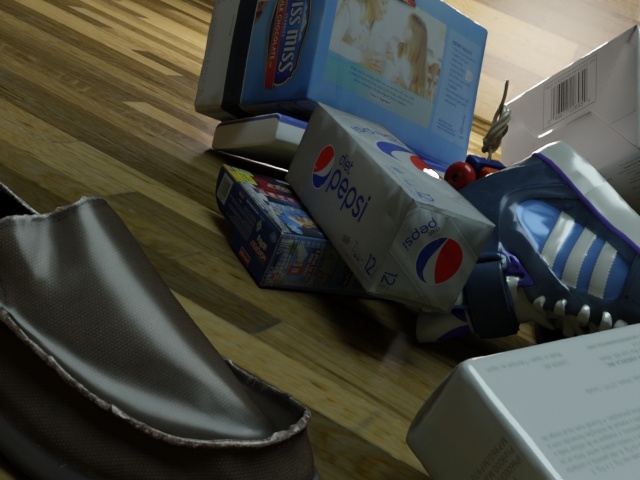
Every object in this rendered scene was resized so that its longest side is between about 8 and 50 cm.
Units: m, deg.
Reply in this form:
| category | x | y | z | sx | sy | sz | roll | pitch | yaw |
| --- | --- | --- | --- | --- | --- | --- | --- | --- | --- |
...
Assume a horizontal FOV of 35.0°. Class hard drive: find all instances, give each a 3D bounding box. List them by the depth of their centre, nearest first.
| category | x | y | z | sx | sy | sz | roll | pitch | yaw |
| --- | --- | --- | --- | --- | --- | --- | --- | --- | --- |
| hard drive | 0.037 | -0.105 | 1.387 | 0.319 | 0.040 | 0.210 | 14 | -4 | -27 |

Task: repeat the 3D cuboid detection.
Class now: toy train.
| category | x | y | z | sx | sy | sz | roll | pitch | yaw |
| --- | --- | --- | --- | --- | --- | --- | --- | --- | --- |
| toy train | 0.229 | -0.056 | 1.201 | 0.105 | 0.248 | 0.143 | 6 | 16 | -45 |

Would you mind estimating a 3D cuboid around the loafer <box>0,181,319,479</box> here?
| category | x | y | z | sx | sy | sz | roll | pitch | yaw |
| --- | --- | --- | --- | --- | --- | --- | --- | --- | --- |
| loafer | -0.156 | 0.039 | 0.595 | 0.366 | 0.130 | 0.134 | 27 | 16 | 16 |

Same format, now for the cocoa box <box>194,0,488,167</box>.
| category | x | y | z | sx | sy | sz | roll | pitch | yaw |
| --- | --- | --- | --- | --- | --- | --- | --- | --- | --- |
| cocoa box | 0.039 | -0.245 | 1.436 | 0.228 | 0.231 | 0.347 | 4 | -10 | 44 |

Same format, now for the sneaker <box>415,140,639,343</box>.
| category | x | y | z | sx | sy | sz | roll | pitch | yaw |
| --- | --- | --- | --- | --- | --- | --- | --- | --- | --- |
| sneaker | 0.216 | 0.069 | 0.969 | 0.323 | 0.236 | 0.130 | 58 | 1 | 36 |

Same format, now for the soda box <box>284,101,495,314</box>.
| category | x | y | z | sx | sy | sz | roll | pitch | yaw |
| --- | --- | --- | --- | --- | --- | --- | --- | --- | --- |
| soda box | 0.057 | -0.041 | 0.999 | 0.091 | 0.098 | 0.286 | 17 | 17 | -24 |

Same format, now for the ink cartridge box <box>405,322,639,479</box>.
| category | x | y | z | sx | sy | sz | roll | pitch | yaw |
| --- | --- | --- | --- | --- | --- | --- | --- | --- | --- |
| ink cartridge box | 0.281 | 0.221 | 0.658 | 0.308 | 0.091 | 0.385 | -5 | 47 | -39 |

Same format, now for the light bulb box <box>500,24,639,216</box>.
| category | x | y | z | sx | sy | sz | roll | pitch | yaw |
| --- | --- | --- | --- | --- | --- | --- | --- | --- | --- |
| light bulb box | 0.552 | -0.144 | 1.722 | 0.361 | 0.225 | 0.358 | 16 | -21 | -24 |

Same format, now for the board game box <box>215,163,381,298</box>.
| category | x | y | z | sx | sy | sz | roll | pitch | yaw |
| --- | --- | --- | --- | --- | --- | --- | --- | --- | --- |
| board game box | 0.000 | 0.000 | 1.074 | 0.194 | 0.060 | 0.194 | 15 | 17 | -28 |

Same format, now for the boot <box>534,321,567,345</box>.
| category | x | y | z | sx | sy | sz | roll | pitch | yaw |
| --- | --- | --- | --- | --- | --- | --- | --- | --- | --- |
| boot | 0.389 | 0.133 | 1.107 | 0.280 | 0.096 | 0.264 | 20 | 15 | -12 |
